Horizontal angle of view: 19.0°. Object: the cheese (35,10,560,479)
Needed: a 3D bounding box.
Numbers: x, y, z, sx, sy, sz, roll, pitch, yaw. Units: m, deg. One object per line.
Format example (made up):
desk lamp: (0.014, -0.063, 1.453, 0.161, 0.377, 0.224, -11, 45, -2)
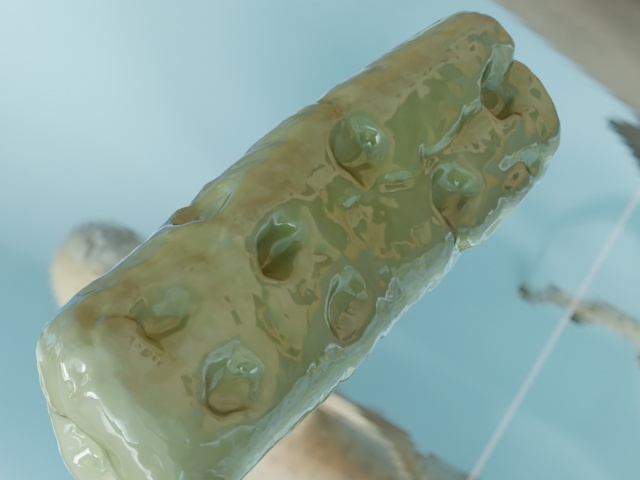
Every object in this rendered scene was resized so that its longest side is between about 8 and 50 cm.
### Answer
cheese: (0.000, 0.000, 0.511, 0.043, 0.194, 0.065, -8, 113, 45)
